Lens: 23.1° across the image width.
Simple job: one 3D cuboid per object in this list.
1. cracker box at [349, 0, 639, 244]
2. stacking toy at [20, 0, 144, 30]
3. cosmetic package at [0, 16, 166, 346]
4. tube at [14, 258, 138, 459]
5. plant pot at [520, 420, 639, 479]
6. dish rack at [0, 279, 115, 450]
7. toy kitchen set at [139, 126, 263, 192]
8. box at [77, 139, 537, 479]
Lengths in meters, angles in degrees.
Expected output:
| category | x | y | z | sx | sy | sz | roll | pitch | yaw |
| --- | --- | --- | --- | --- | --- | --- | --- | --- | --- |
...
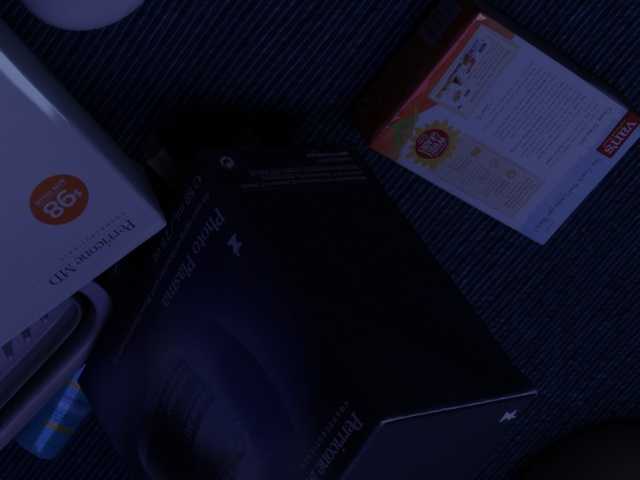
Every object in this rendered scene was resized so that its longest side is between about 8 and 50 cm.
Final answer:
| category | x | y | z | sx | sy | sz | roll | pitch | yaw |
| --- | --- | --- | --- | --- | --- | --- | --- | --- | --- |
| cracker box | 0.164 | -0.111 | 1.422 | 0.232 | 0.067 | 0.156 | 28 | 112 | -33 |
| stacking toy | -0.086 | -0.329 | 1.080 | 0.350 | 0.351 | 0.480 | 16 | 136 | -29 |
| cosmetic package | -0.352 | -0.009 | 1.193 | 0.377 | 0.097 | 0.284 | -36 | 132 | 6 |
| tube | -0.212 | 0.109 | 1.455 | 0.080 | 0.052 | 0.207 | 25 | 107 | -43 |
| plant pot | 0.356 | 0.359 | 1.686 | 0.284 | 0.191 | 0.284 | -2 | 101 | -12 |
| dish rack | -0.376 | 0.064 | 1.340 | 0.285 | 0.072 | 0.333 | -46 | 127 | 13 |
| toy kitchen set | -0.096 | -0.069 | 1.352 | 0.083 | 0.068 | 0.075 | -37 | 128 | 7 |
| box | -0.025 | 0.121 | 1.306 | 0.182 | 0.294 | 0.296 | -6 | 139 | -41 |
